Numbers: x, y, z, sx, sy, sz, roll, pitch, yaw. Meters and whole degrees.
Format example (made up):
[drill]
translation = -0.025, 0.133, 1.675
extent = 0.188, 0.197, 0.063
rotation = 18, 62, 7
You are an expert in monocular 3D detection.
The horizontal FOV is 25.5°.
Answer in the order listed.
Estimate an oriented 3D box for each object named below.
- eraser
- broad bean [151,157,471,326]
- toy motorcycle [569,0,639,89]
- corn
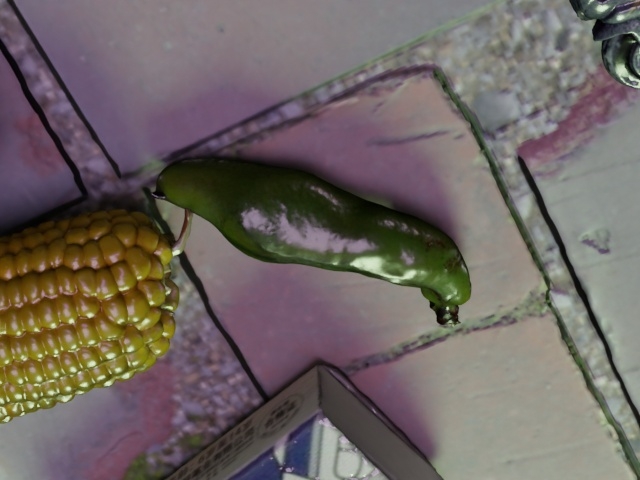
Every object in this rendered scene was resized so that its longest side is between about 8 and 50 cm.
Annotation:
[eraser]
translation = -0.037, 0.184, 0.866
extent = 0.210, 0.068, 0.124
rotation = -38, 112, 17
[broad bean]
translation = 0.006, -0.004, 0.784
extent = 0.195, 0.046, 0.061
rotation = 24, 130, -16
[toy motorcycle]
translation = 0.179, -0.165, 0.698
extent = 0.124, 0.061, 0.193
rotation = 22, 122, -19
[corn]
translation = -0.207, 0.061, 0.762
extent = 0.310, 0.101, 0.101
rotation = -19, 116, -6
